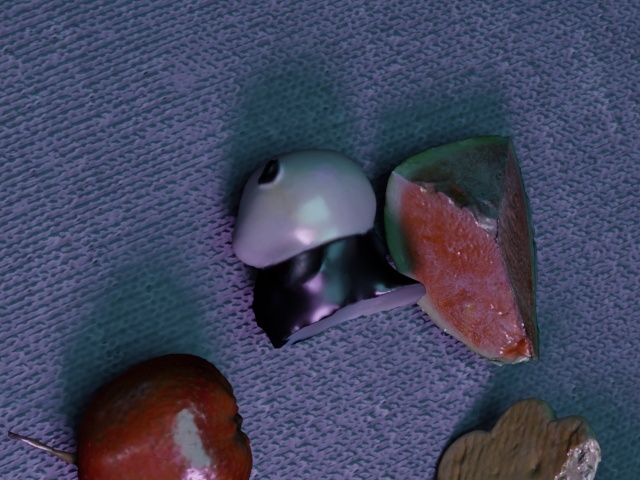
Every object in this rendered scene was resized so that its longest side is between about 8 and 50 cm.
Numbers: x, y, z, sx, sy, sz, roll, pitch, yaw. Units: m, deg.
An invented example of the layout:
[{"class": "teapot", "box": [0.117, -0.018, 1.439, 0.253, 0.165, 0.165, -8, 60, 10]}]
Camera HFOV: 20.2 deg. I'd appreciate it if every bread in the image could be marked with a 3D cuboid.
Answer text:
[{"class": "bread", "box": [0.170, 0.270, 1.760, 0.039, 0.182, 0.251, 37, 75, -35]}]

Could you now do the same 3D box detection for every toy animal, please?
[{"class": "toy animal", "box": [0.000, 0.000, 1.709, 0.166, 0.138, 0.179, -21, 91, -42]}]

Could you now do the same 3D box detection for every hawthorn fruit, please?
[{"class": "hawthorn fruit", "box": [-0.167, 0.193, 1.636, 0.203, 0.162, 0.163, -17, 98, 0]}]

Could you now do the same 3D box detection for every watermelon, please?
[{"class": "watermelon", "box": [0.162, -0.001, 1.800, 0.146, 0.128, 0.231, -45, 125, -45]}]
